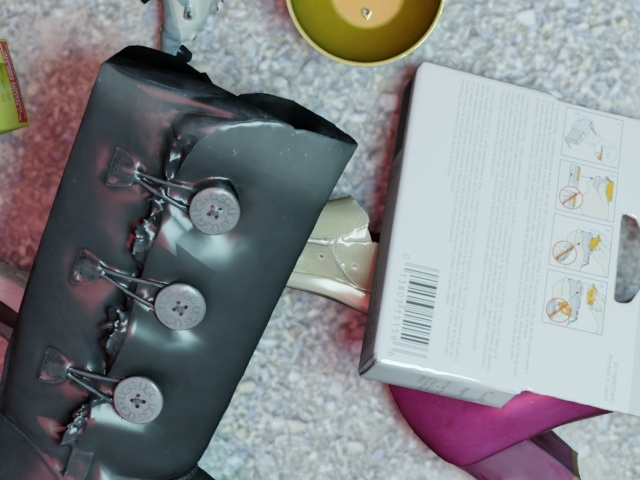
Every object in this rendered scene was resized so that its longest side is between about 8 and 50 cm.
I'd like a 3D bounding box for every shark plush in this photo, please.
[{"bbox_3d":[-0.127,-0.216,1.447,0.067,0.073,0.161,16,118,21],"label":"shark plush"}]

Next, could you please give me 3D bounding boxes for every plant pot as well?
[{"bbox_3d":[0.039,-0.215,1.400,0.134,0.095,0.134,0,95,3],"label":"plant pot"}]

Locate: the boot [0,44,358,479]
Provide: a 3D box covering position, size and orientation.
[{"bbox_3d":[-0.074,0.103,1.342,0.367,0.146,0.445,18,98,-16],"label":"boot"}]

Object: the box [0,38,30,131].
[{"bbox_3d":[-0.304,-0.122,1.359,0.058,0.232,0.087,-14,94,5],"label":"box"}]

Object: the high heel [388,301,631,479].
[{"bbox_3d":[0.240,0.068,1.399,0.377,0.127,0.181,-44,101,9],"label":"high heel"}]

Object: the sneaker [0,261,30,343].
[{"bbox_3d":[-0.234,0.135,1.446,0.268,0.101,0.153,33,94,-3],"label":"sneaker"}]

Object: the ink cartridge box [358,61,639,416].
[{"bbox_3d":[0.171,0.005,1.377,0.238,0.060,0.275,14,67,-9],"label":"ink cartridge box"}]

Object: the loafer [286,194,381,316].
[{"bbox_3d":[0.000,0.000,1.428,0.268,0.102,0.092,19,95,-8],"label":"loafer"}]
